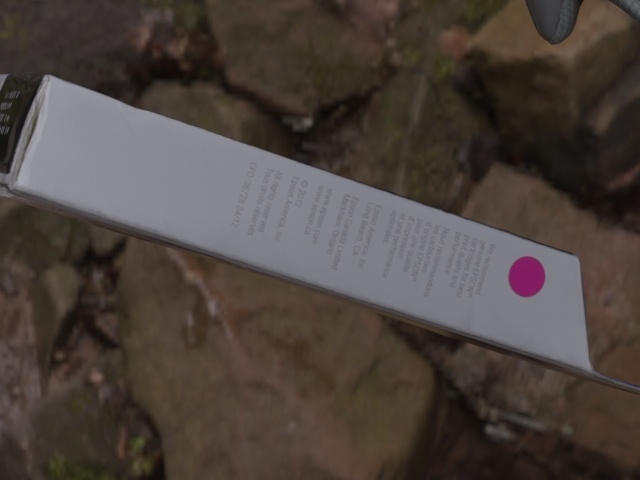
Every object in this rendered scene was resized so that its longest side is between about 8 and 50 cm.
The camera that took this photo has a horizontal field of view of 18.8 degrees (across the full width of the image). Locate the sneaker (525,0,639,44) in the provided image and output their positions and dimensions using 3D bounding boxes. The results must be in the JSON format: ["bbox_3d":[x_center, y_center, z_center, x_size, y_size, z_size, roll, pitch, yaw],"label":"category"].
[{"bbox_3d":[0.143,-0.101,0.434,0.228,0.086,0.132,-16,95,20],"label":"sneaker"}]

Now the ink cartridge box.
[{"bbox_3d":[0.000,0.000,0.991,0.371,0.176,0.069,21,87,-22],"label":"ink cartridge box"}]
